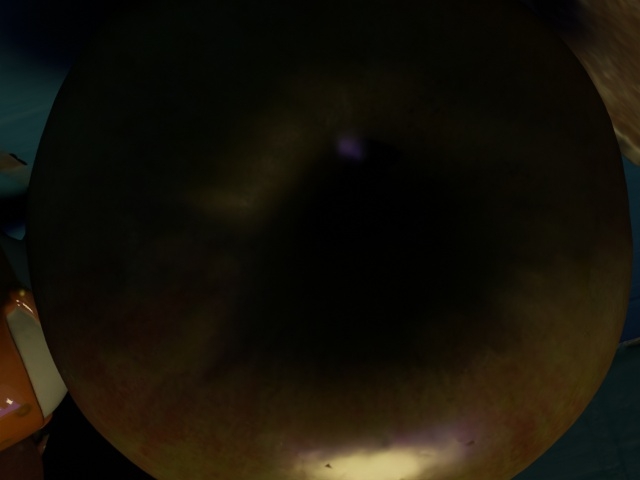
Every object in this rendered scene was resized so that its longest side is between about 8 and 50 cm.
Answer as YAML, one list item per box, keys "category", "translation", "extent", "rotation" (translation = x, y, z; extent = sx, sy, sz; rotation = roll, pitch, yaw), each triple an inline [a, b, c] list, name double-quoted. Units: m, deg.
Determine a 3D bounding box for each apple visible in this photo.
- category: "apple"
  translation: [0.000, 0.000, 0.827]
  extent: [0.257, 0.257, 0.234]
  rotation: [-14, 174, -12]

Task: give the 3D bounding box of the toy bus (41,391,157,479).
- category: "toy bus"
  translation: [-0.056, 0.126, 1.618]
  extent: [0.386, 0.171, 0.162]
  rotation: [-25, 176, 35]

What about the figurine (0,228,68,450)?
- category: "figurine"
  translation: [-0.162, 0.045, 1.114]
  extent: [0.271, 0.143, 0.143]
  rotation: [-11, 167, -23]

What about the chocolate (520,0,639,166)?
- category: "chocolate"
  translation: [0.146, -0.104, 0.788]
  extent: [0.080, 0.157, 0.254]
  rotation: [-49, 149, -6]

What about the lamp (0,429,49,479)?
- category: "lamp"
  translation: [-0.291, 0.186, 1.541]
  extent: [0.151, 0.215, 0.223]
  rotation: [20, -168, -17]
